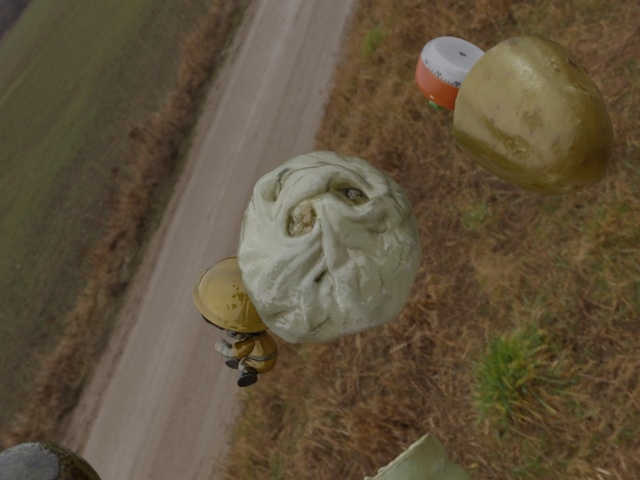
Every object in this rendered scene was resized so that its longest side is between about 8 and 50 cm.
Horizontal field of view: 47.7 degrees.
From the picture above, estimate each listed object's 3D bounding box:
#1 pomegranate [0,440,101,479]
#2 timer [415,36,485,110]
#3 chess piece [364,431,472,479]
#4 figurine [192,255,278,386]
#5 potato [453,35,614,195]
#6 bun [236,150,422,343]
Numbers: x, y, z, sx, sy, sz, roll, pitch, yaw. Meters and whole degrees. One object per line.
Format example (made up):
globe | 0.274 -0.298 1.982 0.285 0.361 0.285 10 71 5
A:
pomegranate | -0.242 0.228 0.601 0.163 0.125 0.138 -142 60 -66
timer | 0.218 -0.266 1.211 0.136 0.136 0.099 -21 17 48
chess piece | 0.213 0.497 0.975 0.234 0.442 0.234 -40 -14 -12
figurine | -0.149 0.151 1.463 0.167 0.257 0.192 -14 32 4
potato | 0.276 -0.126 0.864 0.178 0.203 0.158 -39 51 5
bun | 0.000 0.000 0.797 0.231 0.133 0.231 -5 75 19
